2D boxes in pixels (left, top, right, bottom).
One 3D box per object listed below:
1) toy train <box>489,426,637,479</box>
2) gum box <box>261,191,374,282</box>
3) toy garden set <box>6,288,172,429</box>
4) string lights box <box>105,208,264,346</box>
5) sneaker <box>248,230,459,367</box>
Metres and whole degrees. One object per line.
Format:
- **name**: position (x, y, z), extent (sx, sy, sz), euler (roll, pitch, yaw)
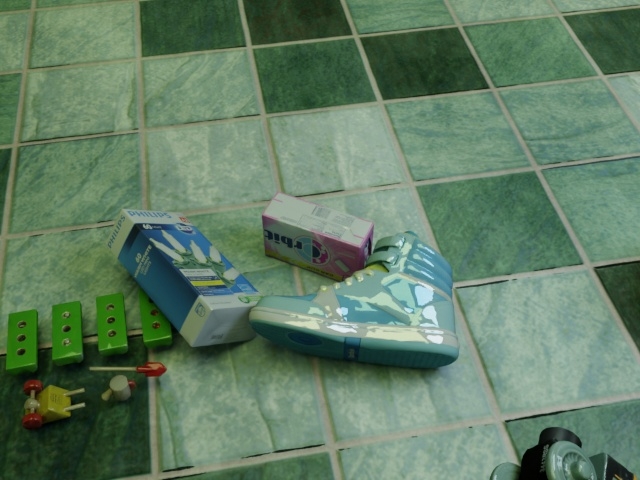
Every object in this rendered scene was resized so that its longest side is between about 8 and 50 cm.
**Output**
- **toy train**: position (0.280, 0.376, 0.839), extent (0.190, 0.142, 0.334), euler (37, 45, -9)
- **gum box**: position (0.000, 0.000, 1.265), extent (0.188, 0.107, 0.062), euler (19, 52, 16)
- **toy garden set**: position (-0.347, 0.181, 1.149), extent (0.244, 0.049, 0.203), euler (-10, 48, -10)
- **string lights box**: position (-0.215, 0.055, 1.200), extent (0.260, 0.076, 0.133), euler (42, 23, 30)
- **sneaker**: position (0.058, 0.075, 1.162), extent (0.319, 0.127, 0.208), euler (9, 67, -4)
